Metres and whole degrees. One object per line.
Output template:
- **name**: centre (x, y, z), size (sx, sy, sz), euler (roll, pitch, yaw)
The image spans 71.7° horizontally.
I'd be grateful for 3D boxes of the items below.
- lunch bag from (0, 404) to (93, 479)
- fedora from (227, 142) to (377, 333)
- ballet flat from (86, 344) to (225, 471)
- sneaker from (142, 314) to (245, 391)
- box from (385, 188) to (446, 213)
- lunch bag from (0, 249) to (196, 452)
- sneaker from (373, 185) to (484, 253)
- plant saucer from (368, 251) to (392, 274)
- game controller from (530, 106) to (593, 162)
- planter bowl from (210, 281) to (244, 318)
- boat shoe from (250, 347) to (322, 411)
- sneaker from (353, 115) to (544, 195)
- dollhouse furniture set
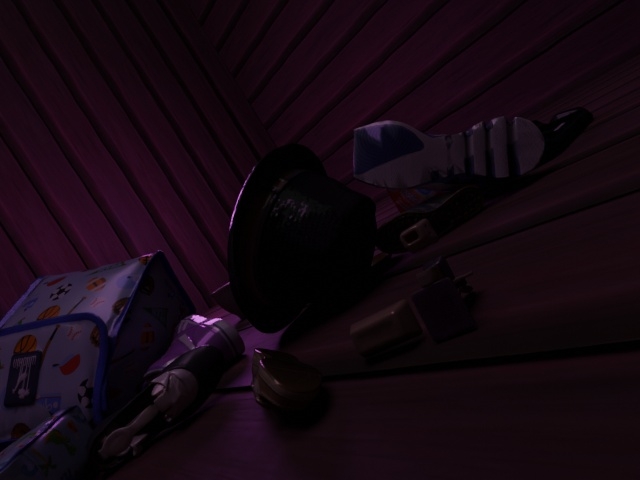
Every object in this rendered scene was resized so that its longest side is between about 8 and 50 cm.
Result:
- **lunch bag**: centre (-0.372, 0.301, 0.525), size (0.176, 0.090, 0.219), euler (-35, 4, -8)
- **fedora**: centre (0.000, 0.000, 0.717), size (0.153, 0.333, 0.334), euler (6, 21, 25)
- **ballet flat**: centre (-0.205, 0.211, 0.552), size (0.203, 0.074, 0.074), euler (-38, 3, -6)
- **sneaker**: centre (-0.261, 0.216, 0.808), size (0.161, 0.102, 0.282), euler (-37, 5, -31)
- **box**: centre (0.267, -0.144, 1.104), size (0.128, 0.122, 0.257), euler (-31, 3, 29)
- **lunch bag**: centre (-0.479, 0.221, 0.883), size (0.328, 0.238, 0.385), euler (-12, 35, 12)
- **sneaker**: centre (0.175, -0.031, 0.751), size (0.192, 0.064, 0.086), euler (-26, 2, -3)
- **plant saucer**: centre (0.095, 0.043, 0.788), size (0.083, 0.015, 0.083), euler (-32, 3, 2)
- **game controller**: centre (0.451, -0.202, 0.929), size (0.167, 0.067, 0.319), euler (-7, 21, 47)
- **planter bowl**: centre (-0.219, 0.157, 1.282), size (0.162, 0.109, 0.162), euler (-32, 2, 1)
- **boat shoe**: centre (-0.038, 0.132, 0.400), size (0.056, 0.048, 0.153), euler (14, -9, -17)
- **sneaker**: centre (0.223, -0.130, 0.814), size (0.316, 0.127, 0.182), euler (2, -10, 18)
- **dollhouse furniture set**: centre (0.076, 0.046, 0.394), size (0.114, 0.090, 0.081), euler (-34, -14, 32)
